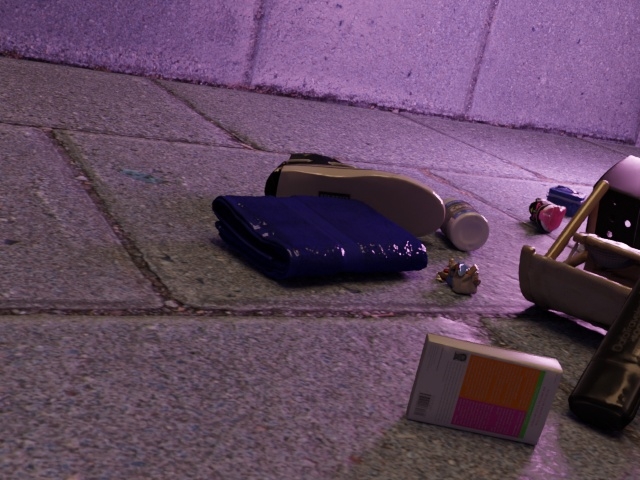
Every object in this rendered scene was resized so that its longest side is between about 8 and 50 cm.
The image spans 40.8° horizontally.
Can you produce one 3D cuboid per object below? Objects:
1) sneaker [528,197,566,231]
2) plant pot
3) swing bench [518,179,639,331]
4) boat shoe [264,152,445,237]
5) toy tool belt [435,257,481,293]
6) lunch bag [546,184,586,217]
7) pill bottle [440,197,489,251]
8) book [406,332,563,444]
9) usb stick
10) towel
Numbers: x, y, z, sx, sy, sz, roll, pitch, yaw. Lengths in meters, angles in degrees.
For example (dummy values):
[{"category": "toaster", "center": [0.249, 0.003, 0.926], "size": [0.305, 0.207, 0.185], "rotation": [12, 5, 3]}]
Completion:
[{"category": "sneaker", "center": [0.507, -0.061, 1.968], "size": [0.074, 0.063, 0.170], "rotation": [20, 13, 24]}, {"category": "plant pot", "center": [0.709, -0.066, 1.950], "size": [0.166, 0.188, 0.187], "rotation": [-16, 30, -34]}, {"category": "swing bench", "center": [0.480, 0.061, 1.336], "size": [0.253, 0.165, 0.254], "rotation": [26, 47, 36]}, {"category": "boat shoe", "center": [0.072, -0.102, 1.663], "size": [0.340, 0.127, 0.158], "rotation": [12, 24, 2]}, {"category": "toy tool belt", "center": [0.228, 0.051, 1.406], "size": [0.052, 0.051, 0.083], "rotation": [3, 18, -28]}, {"category": "lunch bag", "center": [0.618, -0.104, 2.180], "size": [0.098, 0.065, 0.067], "rotation": [21, 19, 27]}, {"category": "pill bottle", "center": [0.273, -0.035, 1.681], "size": [0.078, 0.078, 0.137], "rotation": [9, 17, -11]}, {"category": "book", "center": [0.173, 0.161, 0.923], "size": [0.144, 0.096, 0.035], "rotation": [13, 17, -1]}, {"category": "usb stick", "center": [0.395, 0.131, 1.082], "size": [0.077, 0.045, 0.278], "rotation": [13, 41, 34]}, {"category": "towel", "center": [0.000, 0.000, 1.395], "size": [0.308, 0.076, 0.227], "rotation": [-1, 28, -40]}]
